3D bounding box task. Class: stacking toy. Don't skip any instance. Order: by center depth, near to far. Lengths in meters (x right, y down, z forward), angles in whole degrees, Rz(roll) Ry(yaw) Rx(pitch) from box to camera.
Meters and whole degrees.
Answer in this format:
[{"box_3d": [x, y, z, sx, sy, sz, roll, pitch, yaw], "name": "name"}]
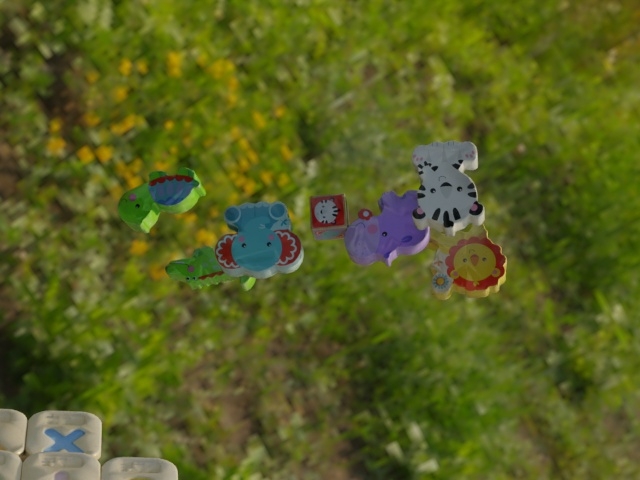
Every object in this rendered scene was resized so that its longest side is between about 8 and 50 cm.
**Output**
[{"box_3d": [0.000, 0.000, 1.019, 0.167, 0.221, 0.052, 66, 20, -71], "name": "stacking toy"}]

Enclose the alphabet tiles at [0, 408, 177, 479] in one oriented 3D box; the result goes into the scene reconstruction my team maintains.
[{"box_3d": [-0.240, 0.190, 1.176, 0.284, 0.021, 0.278, 4, 27, -7], "name": "alphabet tiles"}]
